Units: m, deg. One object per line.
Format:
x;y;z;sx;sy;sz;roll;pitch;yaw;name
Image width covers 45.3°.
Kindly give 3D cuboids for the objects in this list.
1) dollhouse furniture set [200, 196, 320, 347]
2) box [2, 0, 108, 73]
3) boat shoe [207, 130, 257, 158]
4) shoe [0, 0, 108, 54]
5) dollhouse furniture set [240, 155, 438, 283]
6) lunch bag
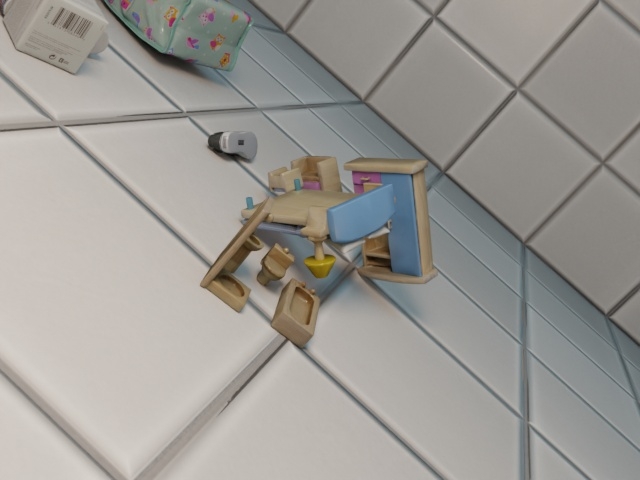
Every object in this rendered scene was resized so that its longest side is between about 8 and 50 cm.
-0.040;0.031;0.964;0.151;0.123;0.144;38;18;-9;dollhouse furniture set
-0.388;-0.321;1.121;0.101;0.102;0.087;18;31;-49;box
-0.152;-0.172;1.348;0.040;0.049;0.142;5;3;18;boat shoe
-0.419;-0.357;1.203;0.178;0.063;0.081;14;36;-47;shoe
0.000;0.000;1.204;0.286;0.198;0.303;7;22;40;dollhouse furniture set
-0.306;-0.477;1.578;0.262;0.160;0.223;37;18;27;lunch bag
